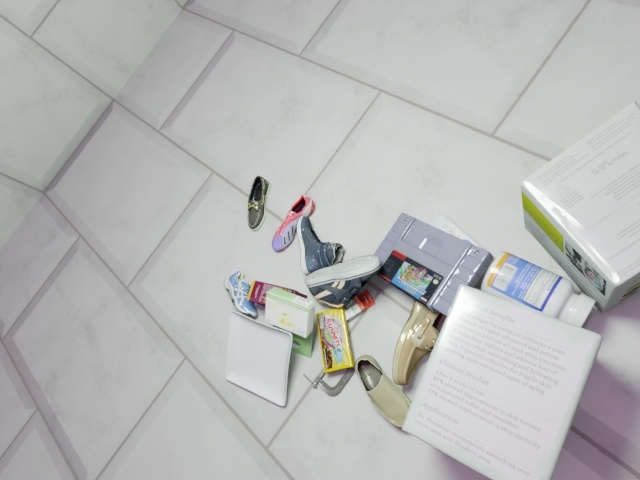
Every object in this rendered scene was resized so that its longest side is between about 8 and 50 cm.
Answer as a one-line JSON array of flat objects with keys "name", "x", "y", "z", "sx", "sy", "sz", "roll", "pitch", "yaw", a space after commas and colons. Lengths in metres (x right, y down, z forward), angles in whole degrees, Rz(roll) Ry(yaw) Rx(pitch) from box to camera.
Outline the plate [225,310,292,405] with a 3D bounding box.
[{"name": "plate", "x": -0.214, "y": 0.407, "z": 1.563, "sx": 0.277, "sy": 0.045, "sz": 0.278, "roll": 14, "pitch": 105, "yaw": 28}]

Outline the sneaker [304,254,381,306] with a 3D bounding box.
[{"name": "sneaker", "x": 0.091, "y": 0.141, "z": 1.490, "sx": 0.321, "sy": 0.126, "sz": 0.127, "roll": -19, "pitch": 103, "yaw": 46}]

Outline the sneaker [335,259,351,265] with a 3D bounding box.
[{"name": "sneaker", "x": 0.134, "y": 0.101, "z": 1.568, "sx": 0.162, "sy": 0.063, "sz": 0.073, "roll": -15, "pitch": 84, "yaw": 23}]

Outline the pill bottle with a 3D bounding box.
[{"name": "pill bottle", "x": 0.613, "y": 0.152, "z": 1.260, "sx": 0.272, "sy": 0.152, "sz": 0.152, "roll": 29, "pitch": 85, "yaw": 30}]

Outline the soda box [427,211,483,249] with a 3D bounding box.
[{"name": "soda box", "x": 0.444, "y": 0.008, "z": 1.442, "sx": 0.074, "sy": 0.069, "sz": 0.216, "roll": -44, "pitch": 59, "yaw": 5}]

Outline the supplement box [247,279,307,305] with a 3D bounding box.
[{"name": "supplement box", "x": -0.158, "y": 0.211, "z": 1.626, "sx": 0.188, "sy": 0.104, "sz": 0.081, "roll": 10, "pitch": 76, "yaw": 28}]

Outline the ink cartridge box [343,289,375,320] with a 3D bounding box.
[{"name": "ink cartridge box", "x": 0.126, "y": 0.221, "z": 1.532, "sx": 0.115, "sy": 0.029, "sz": 0.063, "roll": -36, "pitch": 59, "yaw": 10}]

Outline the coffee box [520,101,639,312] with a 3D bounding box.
[{"name": "coffee box", "x": 0.778, "y": -0.066, "z": 1.158, "sx": 0.337, "sy": 0.334, "sz": 0.338, "roll": -36, "pitch": 58, "yaw": 10}]

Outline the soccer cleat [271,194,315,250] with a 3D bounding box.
[{"name": "soccer cleat", "x": -0.117, "y": -0.071, "z": 1.718, "sx": 0.083, "sy": 0.095, "sz": 0.248, "roll": 39, "pitch": 90, "yaw": 31}]

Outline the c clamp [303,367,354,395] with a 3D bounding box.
[{"name": "c clamp", "x": 0.033, "y": 0.445, "z": 1.496, "sx": 0.161, "sy": 0.022, "sz": 0.137, "roll": -49, "pitch": 59, "yaw": 2}]

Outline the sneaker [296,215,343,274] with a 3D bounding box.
[{"name": "sneaker", "x": 0.001, "y": 0.001, "z": 1.634, "sx": 0.163, "sy": 0.086, "sz": 0.226, "roll": -17, "pitch": 72, "yaw": 29}]

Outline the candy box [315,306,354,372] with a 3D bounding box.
[{"name": "candy box", "x": 0.047, "y": 0.334, "z": 1.499, "sx": 0.105, "sy": 0.027, "sz": 0.206, "roll": -19, "pitch": 64, "yaw": 20}]

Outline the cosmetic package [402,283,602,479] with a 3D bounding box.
[{"name": "cosmetic package", "x": 0.464, "y": 0.376, "z": 1.144, "sx": 0.329, "sy": 0.327, "sz": 0.394, "roll": 22, "pitch": 82, "yaw": 30}]

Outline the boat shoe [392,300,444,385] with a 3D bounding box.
[{"name": "boat shoe", "x": 0.318, "y": 0.290, "z": 1.363, "sx": 0.110, "sy": 0.121, "sz": 0.341, "roll": 16, "pitch": 77, "yaw": 30}]

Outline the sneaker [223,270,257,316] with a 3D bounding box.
[{"name": "sneaker", "x": -0.299, "y": 0.205, "z": 1.708, "sx": 0.081, "sy": 0.080, "sz": 0.211, "roll": -43, "pitch": 60, "yaw": 8}]

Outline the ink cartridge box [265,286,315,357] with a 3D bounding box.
[{"name": "ink cartridge box", "x": -0.107, "y": 0.292, "z": 1.518, "sx": 0.171, "sy": 0.056, "sz": 0.235, "roll": 17, "pitch": 115, "yaw": 25}]

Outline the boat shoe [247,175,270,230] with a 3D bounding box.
[{"name": "boat shoe", "x": -0.268, "y": -0.157, "z": 1.836, "sx": 0.081, "sy": 0.068, "sz": 0.228, "roll": 1, "pitch": 71, "yaw": 26}]

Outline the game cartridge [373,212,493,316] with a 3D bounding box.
[{"name": "game cartridge", "x": 0.322, "y": 0.067, "z": 1.379, "sx": 0.230, "sy": 0.068, "sz": 0.355, "roll": -53, "pitch": 42, "yaw": -4}]

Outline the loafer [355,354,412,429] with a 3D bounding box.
[{"name": "loafer", "x": 0.189, "y": 0.469, "z": 1.373, "sx": 0.102, "sy": 0.092, "sz": 0.268, "roll": -46, "pitch": 59, "yaw": 3}]
